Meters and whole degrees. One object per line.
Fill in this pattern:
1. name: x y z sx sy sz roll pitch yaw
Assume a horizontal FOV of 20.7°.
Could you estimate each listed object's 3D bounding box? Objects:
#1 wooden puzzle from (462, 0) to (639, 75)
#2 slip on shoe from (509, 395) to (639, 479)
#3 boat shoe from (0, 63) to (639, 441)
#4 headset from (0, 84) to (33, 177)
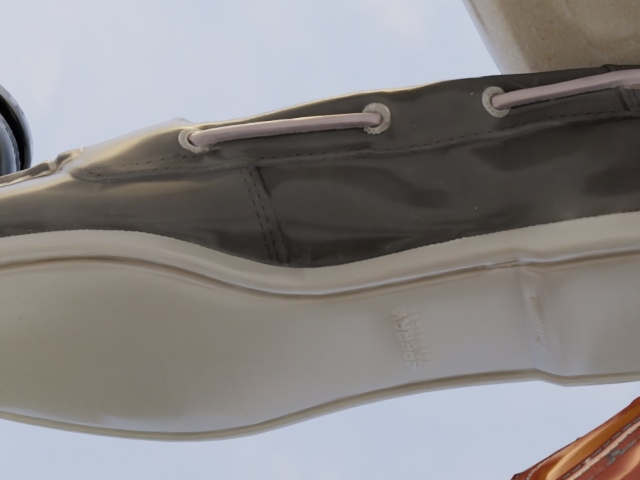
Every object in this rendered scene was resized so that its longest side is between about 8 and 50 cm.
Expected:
1. wooden puzzle: 0.127 -0.220 0.509 0.348 0.322 0.080 -19 -160 32
2. slip on shoe: 0.095 0.097 0.476 0.331 0.123 0.101 -28 -157 15
3. boat shoe: 0.000 0.000 0.622 0.335 0.112 0.095 -4 -133 5
4. headset: -0.303 -0.075 1.213 0.185 0.243 0.394 11 -93 0
